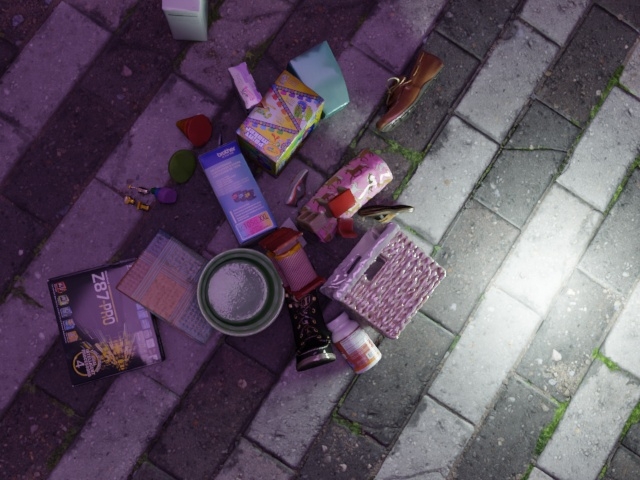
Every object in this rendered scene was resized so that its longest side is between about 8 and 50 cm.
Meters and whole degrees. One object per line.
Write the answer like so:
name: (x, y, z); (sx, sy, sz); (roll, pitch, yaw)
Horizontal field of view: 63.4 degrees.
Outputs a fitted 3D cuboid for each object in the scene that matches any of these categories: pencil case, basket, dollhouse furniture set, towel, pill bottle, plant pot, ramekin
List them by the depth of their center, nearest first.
dollhouse furniture set: (0.000, 0.000, 1.755); (0.374, 0.152, 0.201); (-36, 114, -17)
ramekin: (-0.288, 0.181, 1.835); (0.304, 0.148, 0.303); (1, 85, -16)
basket: (0.211, 0.140, 1.843); (0.266, 0.331, 0.328); (40, 84, -6)
towel: (-0.501, 0.167, 1.871); (0.370, 0.040, 0.271); (36, 73, -11)
pill bottle: (0.116, 0.372, 1.911); (0.121, 0.121, 0.216); (-36, 88, -7)
pencil case: (0.095, -0.168, 1.939); (0.386, 0.167, 0.160); (-45, 71, -6)
plant pot: (0.001, -0.593, 1.972); (0.166, 0.165, 0.234); (-33, 96, -6)

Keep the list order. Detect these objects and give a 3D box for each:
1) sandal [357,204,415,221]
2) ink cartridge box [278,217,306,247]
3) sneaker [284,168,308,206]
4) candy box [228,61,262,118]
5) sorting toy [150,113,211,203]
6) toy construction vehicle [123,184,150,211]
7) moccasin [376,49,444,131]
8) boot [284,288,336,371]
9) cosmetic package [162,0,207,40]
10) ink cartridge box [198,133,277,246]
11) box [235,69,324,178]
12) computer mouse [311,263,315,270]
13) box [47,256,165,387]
sandal: (0.255, -0.101, 1.994); (0.220, 0.090, 0.060); (-4, 107, -12)
ink cartridge box: (-0.138, 0.010, 1.895); (0.045, 0.179, 0.145); (31, 73, 37)
sneaker: (-0.081, -0.198, 1.988); (0.065, 0.061, 0.157); (30, 84, -28)
candy box: (-0.270, -0.540, 1.923); (0.070, 0.196, 0.164); (-24, 88, -6)
sorting toy: (-0.545, -0.316, 1.947); (0.126, 0.127, 0.365); (22, 86, 27)
toy construction vehicle: (-0.681, -0.160, 1.943); (0.098, 0.035, 0.085); (14, 95, -1)
moccasin: (0.326, -0.581, 2.002); (0.147, 0.139, 0.380); (36, 83, 0)
boot: (-0.044, 0.291, 1.788); (0.138, 0.377, 0.284); (-16, 81, 2)
cosmetic package: (-0.495, -0.900, 1.922); (0.138, 0.225, 0.223); (1, 85, -7)
ink cartridge box: (-0.305, -0.177, 1.851); (0.151, 0.270, 0.395); (-27, 88, -10)
box: (-0.147, -0.406, 1.874); (0.177, 0.290, 0.279); (37, 84, -1)
computer mouse: (-0.139, 0.127, 1.953); (0.242, 0.041, 0.071); (-13, 87, -5)
box: (-0.764, 0.288, 1.863); (0.319, 0.097, 0.394); (-14, 86, -10)
